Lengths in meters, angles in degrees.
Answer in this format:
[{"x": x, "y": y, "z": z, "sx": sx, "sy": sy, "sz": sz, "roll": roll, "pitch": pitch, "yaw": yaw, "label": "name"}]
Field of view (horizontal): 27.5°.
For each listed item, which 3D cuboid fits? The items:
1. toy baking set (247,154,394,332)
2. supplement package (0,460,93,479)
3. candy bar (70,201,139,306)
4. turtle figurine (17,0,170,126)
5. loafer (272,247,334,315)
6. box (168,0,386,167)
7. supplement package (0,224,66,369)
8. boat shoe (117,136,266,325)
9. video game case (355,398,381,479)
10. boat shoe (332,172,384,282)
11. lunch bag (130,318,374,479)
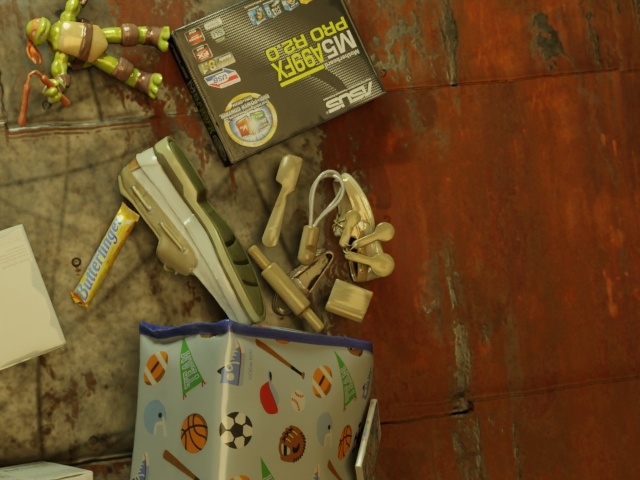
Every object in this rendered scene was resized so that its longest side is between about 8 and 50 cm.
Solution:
[{"x": -0.004, "y": 0.006, "z": 1.944, "sx": 0.256, "sy": 0.030, "sz": 0.197, "roll": 45, "pitch": 83, "yaw": 3, "label": "toy baking set"}, {"x": -0.443, "y": 0.417, "z": 1.726, "sx": 0.262, "sy": 0.145, "sz": 0.204, "roll": -3, "pitch": 91, "yaw": -40, "label": "supplement package"}, {"x": -0.311, "y": 0.024, "z": 1.881, "sx": 0.040, "sy": 0.018, "sz": 0.161, "roll": 33, "pitch": 94, "yaw": 31, "label": "candy bar"}, {"x": -0.336, "y": -0.270, "z": 1.881, "sx": 0.217, "sy": 0.087, "sz": 0.270, "roll": 13, "pitch": 75, "yaw": -22, "label": "turtle figurine"}, {"x": -0.025, "y": 0.061, "z": 1.968, "sx": 0.045, "sy": 0.039, "sz": 0.125, "roll": 42, "pitch": 77, "yaw": -10, "label": "loafer"}, {"x": -0.066, "y": -0.262, "z": 1.967, "sx": 0.270, "sy": 0.060, "sz": 0.216, "roll": -25, "pitch": 93, "yaw": -15, "label": "box"}, {"x": -0.436, "y": 0.080, "z": 1.823, "sx": 0.105, "sy": 0.105, "sz": 0.179, "roll": -21, "pitch": 91, "yaw": -16, "label": "supplement package"}, {"x": -0.186, "y": 0.003, "z": 1.899, "sx": 0.103, "sy": 0.113, "sz": 0.302, "roll": -31, "pitch": 83, "yaw": 9, "label": "boat shoe"}, {"x": 0.070, "y": 0.302, "z": 1.883, "sx": 0.011, "sy": 0.087, "sz": 0.122, "roll": 4, "pitch": 45, "yaw": 13, "label": "video game case"}, {"x": 0.049, "y": -0.017, "z": 1.982, "sx": 0.059, "sy": 0.063, "sz": 0.170, "roll": -21, "pitch": 93, "yaw": -21, "label": "boat shoe"}, {"x": -0.075, "y": 0.285, "z": 1.833, "sx": 0.385, "sy": 0.239, "sz": 0.328, "roll": 10, "pitch": 82, "yaw": -47, "label": "lunch bag"}]
